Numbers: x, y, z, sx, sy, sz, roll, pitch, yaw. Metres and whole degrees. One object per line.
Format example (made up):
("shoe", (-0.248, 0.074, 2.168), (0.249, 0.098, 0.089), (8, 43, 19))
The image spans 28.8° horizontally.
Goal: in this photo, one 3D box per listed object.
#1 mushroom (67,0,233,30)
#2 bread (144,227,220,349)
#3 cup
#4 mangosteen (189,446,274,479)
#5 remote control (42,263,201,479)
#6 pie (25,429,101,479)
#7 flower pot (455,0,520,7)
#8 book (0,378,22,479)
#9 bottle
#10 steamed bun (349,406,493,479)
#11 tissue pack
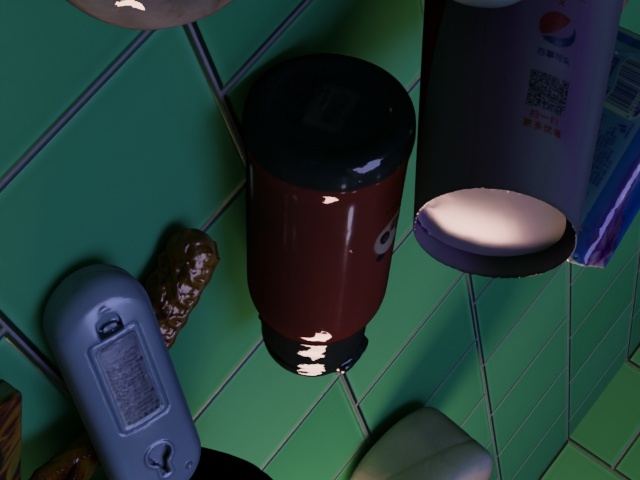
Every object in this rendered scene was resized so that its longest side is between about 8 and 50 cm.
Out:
("mushroom", (-0.047, -0.218, 0.678), (0.243, 0.243, 0.243), (-42, 152, -29))
("bread", (-0.137, 0.060, 1.069), (0.052, 0.044, 0.157), (19, 104, -51))
("cup", (0.162, -0.124, 1.074), (0.203, 0.203, 0.289), (81, 17, -57))
("mangosteen", (-0.139, 0.322, 1.220), (0.265, 0.228, 0.228), (-29, 176, 39))
("remote control", (-0.158, 0.125, 1.030), (0.087, 0.047, 0.244), (-33, 130, -23))
("pie", (-0.204, 0.191, 1.096), (0.191, 0.033, 0.088), (-45, 167, -50))
("flower pot", (0.133, -0.290, 0.912), (0.195, 0.246, 0.246), (-30, 145, -34))
("book", (-0.394, 0.304, 0.902), (0.428, 0.039, 0.300), (-32, 146, -43))
("bottle", (0.000, 0.000, 1.131), (0.144, 0.144, 0.336), (-40, 152, -32))
("steamed bun", (0.154, 0.344, 1.835), (0.164, 0.146, 0.241), (-58, 157, 16))
("tissue pack", (0.317, -0.124, 1.496), (0.146, 0.198, 0.263), (7, 114, -62))
